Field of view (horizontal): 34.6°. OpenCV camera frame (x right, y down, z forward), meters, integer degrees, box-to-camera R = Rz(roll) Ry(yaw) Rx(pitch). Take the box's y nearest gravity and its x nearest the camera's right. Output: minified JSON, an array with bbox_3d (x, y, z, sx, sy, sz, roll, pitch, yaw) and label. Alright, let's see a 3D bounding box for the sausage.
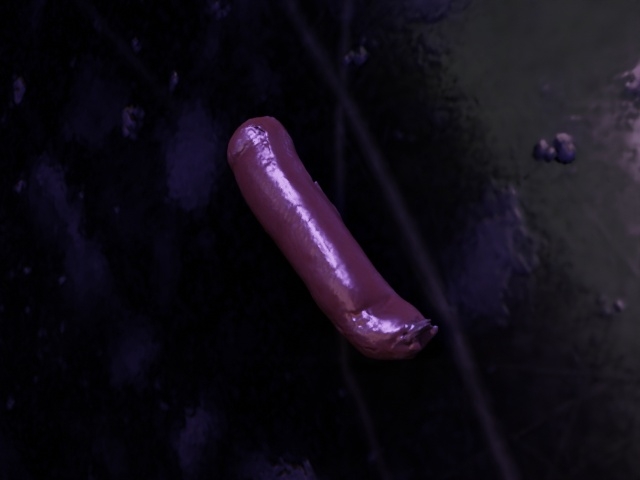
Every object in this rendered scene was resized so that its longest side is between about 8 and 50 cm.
[{"bbox_3d":[0.000,0.000,0.511,0.158,0.036,0.042,53,131,28],"label":"sausage"}]
